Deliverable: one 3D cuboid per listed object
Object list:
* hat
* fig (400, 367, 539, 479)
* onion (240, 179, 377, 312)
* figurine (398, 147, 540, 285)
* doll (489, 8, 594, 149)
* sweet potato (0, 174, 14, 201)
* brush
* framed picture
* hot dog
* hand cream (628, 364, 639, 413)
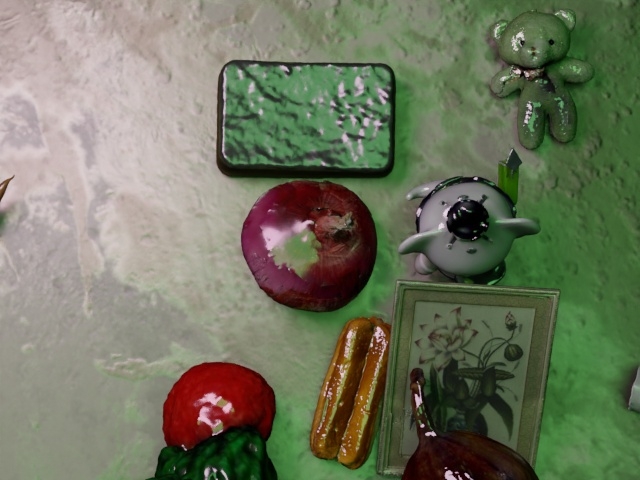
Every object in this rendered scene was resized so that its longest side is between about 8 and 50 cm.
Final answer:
[{"bbox_3d":[-0.096,0.278,1.308,0.242,0.274,0.332,15,55,-11],"label":"hat"},{"bbox_3d":[0.147,0.258,1.324,0.149,0.202,0.148,7,43,35],"label":"fig"},{"bbox_3d":[0.000,0.000,1.369,0.150,0.140,0.150,3,82,-19],"label":"onion"},{"bbox_3d":[0.147,-0.011,1.349,0.147,0.192,0.126,-16,81,-1],"label":"figurine"},{"bbox_3d":[0.243,-0.178,1.436,0.115,0.077,0.150,-11,96,7],"label":"doll"},{"bbox_3d":[-0.392,0.000,1.392,0.056,0.056,0.195,43,95,2],"label":"sweet potato"},{"bbox_3d":[-0.015,-0.131,1.422,0.197,0.059,0.123,0,85,-2],"label":"brush"},{"bbox_3d":[0.151,0.149,1.370,0.173,0.010,0.231,2,112,-2],"label":"framed picture"},{"bbox_3d":[0.037,0.159,1.400,0.071,0.045,0.165,16,83,1],"label":"hot dog"},{"bbox_3d":[0.455,0.186,1.378,0.255,0.048,0.079,13,102,15],"label":"hand cream"}]
